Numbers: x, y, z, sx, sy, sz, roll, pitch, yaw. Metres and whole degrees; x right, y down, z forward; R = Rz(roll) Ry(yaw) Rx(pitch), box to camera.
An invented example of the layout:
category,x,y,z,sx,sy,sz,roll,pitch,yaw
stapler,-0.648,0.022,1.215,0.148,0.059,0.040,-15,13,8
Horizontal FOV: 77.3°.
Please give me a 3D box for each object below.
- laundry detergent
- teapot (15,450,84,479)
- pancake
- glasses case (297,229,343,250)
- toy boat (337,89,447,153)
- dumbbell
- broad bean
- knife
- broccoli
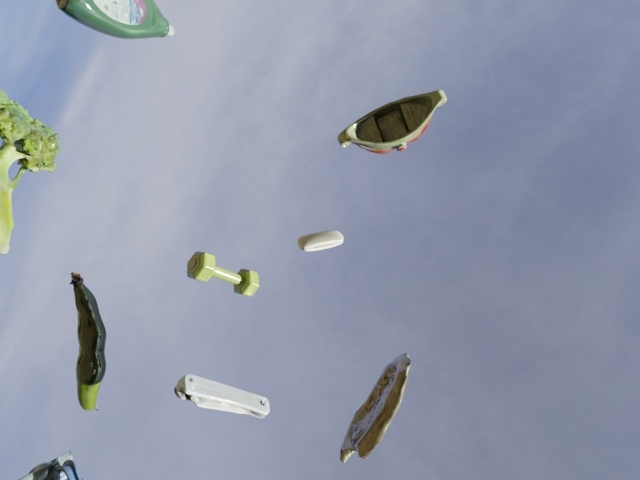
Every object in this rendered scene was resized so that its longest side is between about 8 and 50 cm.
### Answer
category,x,y,z,sx,sy,sz,roll,pitch,yaw
laundry detergent,-0.363,-0.436,0.733,0.063,0.211,0.137,-9,-92,33
teapot,-0.189,0.201,0.286,0.083,0.049,0.063,62,-35,9
pancake,0.101,0.294,0.712,0.029,0.235,0.212,32,-130,8
glasses case,0.000,0.000,0.688,0.083,0.021,0.032,-11,-140,-23
toy boat,0.120,-0.194,0.677,0.185,0.071,0.089,-22,-104,10
dumbbell,-0.379,0.137,1.582,0.121,0.302,0.108,-52,-135,8
broad bean,-0.480,0.212,0.836,0.043,0.060,0.297,180,-93,-71
knife,-0.228,0.383,0.965,0.040,0.265,0.073,-51,-142,7
broccoli,-0.648,-0.166,0.760,0.186,0.302,0.254,10,-135,31
